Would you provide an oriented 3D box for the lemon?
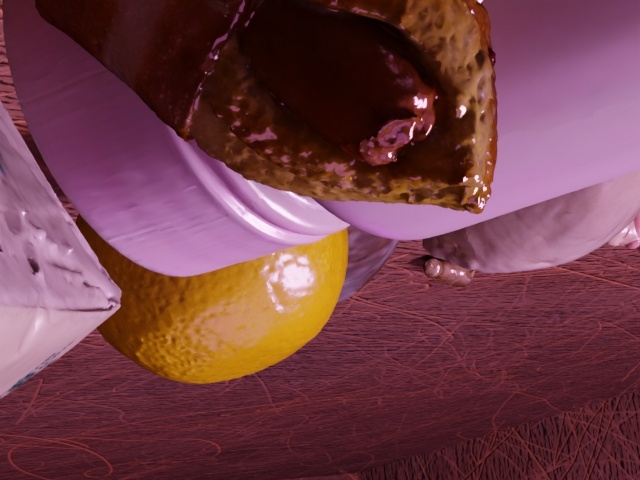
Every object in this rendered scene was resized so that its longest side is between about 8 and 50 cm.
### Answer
[{"bbox_3d":[-0.069,0.004,1.279,0.203,0.178,0.178,-31,159,25],"label":"lemon"}]

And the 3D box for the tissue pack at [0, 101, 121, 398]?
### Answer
[{"bbox_3d":[-0.321,0.060,0.940,0.380,0.207,0.297,-36,172,8],"label":"tissue pack"}]

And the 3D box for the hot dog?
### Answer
[{"bbox_3d":[-0.044,-0.105,0.652,0.093,0.261,0.123,-23,147,-50],"label":"hot dog"}]

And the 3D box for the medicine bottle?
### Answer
[{"bbox_3d":[0.075,-0.121,0.764,0.379,0.213,0.213,-19,165,28],"label":"medicine bottle"}]

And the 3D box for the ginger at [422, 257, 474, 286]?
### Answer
[{"bbox_3d":[0.134,0.032,1.896,0.048,0.030,0.097,-14,169,18],"label":"ginger"}]

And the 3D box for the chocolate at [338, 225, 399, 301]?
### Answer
[{"bbox_3d":[-0.001,0.002,1.533,0.157,0.080,0.254,-9,167,-10],"label":"chocolate"}]

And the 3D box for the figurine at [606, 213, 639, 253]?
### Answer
[{"bbox_3d":[0.236,-0.037,1.536,0.146,0.098,0.081,-8,-174,-24],"label":"figurine"}]

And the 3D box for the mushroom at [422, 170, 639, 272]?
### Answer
[{"bbox_3d":[0.174,-0.060,1.333,0.128,0.128,0.350,-3,161,-31],"label":"mushroom"}]
